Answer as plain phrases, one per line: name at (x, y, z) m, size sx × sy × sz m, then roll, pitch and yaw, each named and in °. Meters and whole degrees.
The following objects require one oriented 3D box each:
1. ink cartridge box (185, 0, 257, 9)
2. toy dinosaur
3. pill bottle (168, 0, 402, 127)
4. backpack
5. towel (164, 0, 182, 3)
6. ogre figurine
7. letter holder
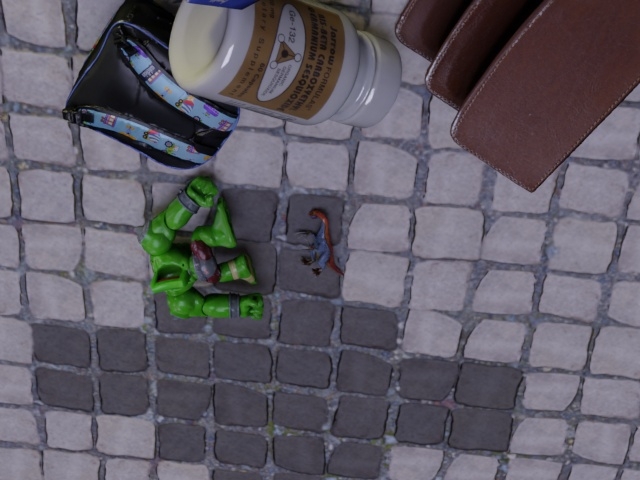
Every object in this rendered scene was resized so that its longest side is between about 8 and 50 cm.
ink cartridge box at (-0.015, -0.277, 1.164) m, size 0.311 × 0.186 × 0.065 m, roll -23°, pitch 93°, yaw 13°
toy dinosaur at (0.000, 0.000, 1.641) m, size 0.090 × 0.047 × 0.082 m, roll 2°, pitch 126°, yaw -39°
pill bottle at (-0.032, -0.192, 1.390) m, size 0.229 × 0.131 × 0.131 m, roll 12°, pitch 132°, yaw -36°
backpack at (-0.175, -0.171, 1.466) m, size 0.173 × 0.117 × 0.158 m, roll 29°, pitch 124°, yaw -15°
towel at (-0.183, -0.356, 1.252) m, size 0.271 × 0.040 × 0.370 m, roll 32°, pitch 159°, yaw -16°
ogre figurine at (-0.153, 0.023, 1.627) m, size 0.118 × 0.097 × 0.197 m, roll -18°, pitch 135°, yaw 5°
letter holder at (0.229, -0.240, 1.354) m, size 0.214 × 0.152 × 0.302 m, roll 31°, pitch 124°, yaw -15°
